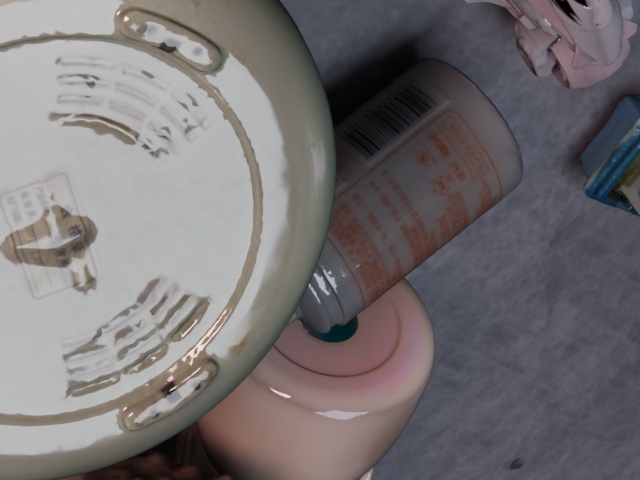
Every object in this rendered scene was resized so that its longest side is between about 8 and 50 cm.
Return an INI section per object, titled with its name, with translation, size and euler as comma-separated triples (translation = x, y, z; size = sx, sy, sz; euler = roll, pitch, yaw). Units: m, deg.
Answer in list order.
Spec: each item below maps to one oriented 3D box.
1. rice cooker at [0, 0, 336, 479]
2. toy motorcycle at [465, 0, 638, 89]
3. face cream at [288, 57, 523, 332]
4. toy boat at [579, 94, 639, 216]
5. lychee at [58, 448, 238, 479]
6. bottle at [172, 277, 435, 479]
[rice cooker]
translation = -0.157, -0.054, 0.914
size = 0.288, 0.277, 0.288
euler = -10, 118, -19
[toy motorcycle]
translation = 0.131, -0.166, 1.132
size = 0.112, 0.112, 0.254
euler = -34, 143, 1
[face cream]
translation = 0.000, 0.000, 1.187
size = 0.252, 0.101, 0.101
euler = -39, 144, -13
[toy boat]
translation = 0.294, -0.035, 1.398
size = 0.238, 0.098, 0.109
euler = 8, 130, -40
[lychee]
translation = -0.132, 0.301, 1.177
size = 0.380, 0.380, 0.432
euler = -41, 167, 10
[bottle]
translation = -0.024, 0.121, 1.316
size = 0.148, 0.147, 0.236
euler = -10, 145, -26
